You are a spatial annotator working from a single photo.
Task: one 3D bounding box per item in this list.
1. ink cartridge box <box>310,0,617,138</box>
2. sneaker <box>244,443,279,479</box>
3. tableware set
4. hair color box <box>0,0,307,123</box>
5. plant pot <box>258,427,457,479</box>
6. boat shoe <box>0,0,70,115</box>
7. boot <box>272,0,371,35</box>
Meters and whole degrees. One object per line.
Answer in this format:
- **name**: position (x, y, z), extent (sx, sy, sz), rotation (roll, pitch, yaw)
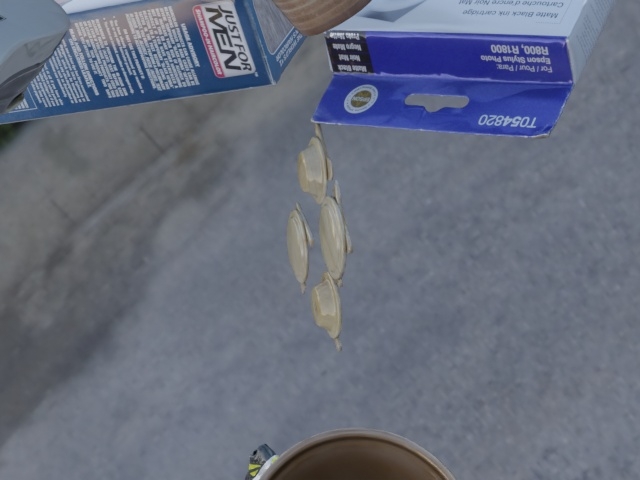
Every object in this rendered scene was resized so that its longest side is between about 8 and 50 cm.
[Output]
- **ink cartridge box**: position (0.117, -0.181, 0.980), extent (0.223, 0.045, 0.224), rotation (7, 56, 36)
- **sneaker**: position (-0.076, 0.282, 1.578), extent (0.031, 0.035, 0.083), rotation (-17, -24, -42)
- **tableware set**: position (0.000, 0.000, 1.014), extent (0.020, 0.168, 0.141), rotation (-7, 49, -14)
- **hair color box**: position (-0.188, -0.208, 1.210), extent (0.347, 0.105, 0.174), rotation (-5, 32, 22)
- **plant pot**: position (0.038, 0.310, 1.250), extent (0.237, 0.237, 0.110), rotation (-46, -11, -9)
- **boat shoe**: position (-0.189, -0.076, 0.607), extent (0.070, 0.078, 0.219), rotation (-60, -5, 22)
- **boot**: position (-0.059, -0.254, 0.746), extent (0.109, 0.220, 0.283), rotation (-29, 26, 13)
